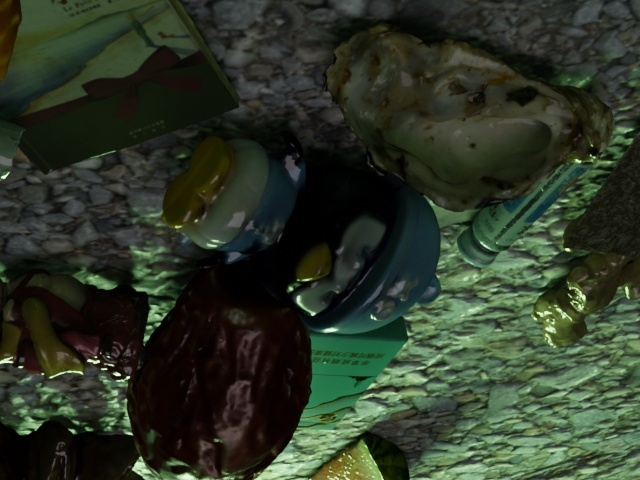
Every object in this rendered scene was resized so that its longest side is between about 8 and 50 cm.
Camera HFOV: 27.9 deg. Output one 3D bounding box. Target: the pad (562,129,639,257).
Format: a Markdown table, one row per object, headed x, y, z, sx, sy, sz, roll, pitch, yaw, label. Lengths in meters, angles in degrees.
| x | y | z | sx | sy | sz | roll | pitch | yaw | label |
| --- | --- | --- | --- | --- | --- | --- | --- | --- | --- |
| 0.369 | -0.068 | 1.338 | 0.158 | 0.003 | 0.235 | 7 | 131 | -26 | pad |

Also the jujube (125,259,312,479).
| x | y | z | sx | sy | sz | roll | pitch | yaw | label |
| --- | --- | --- | --- | --- | --- | --- | --- | --- | --- |
| -0.109 | 0.153 | 1.397 | 0.197 | 0.197 | 0.290 | 3 | 128 | -22 | jujube |

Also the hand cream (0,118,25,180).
| x | y | z | sx | sy | sz | roll | pitch | yaw | label |
| --- | --- | --- | --- | --- | --- | --- | --- | --- | --- |
| -0.348 | -0.104 | 1.054 | 0.205 | 0.050 | 0.078 | 18 | 140 | -17 | hand cream |

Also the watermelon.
| x | y | z | sx | sy | sz | roll | pitch | yaw | label |
| --- | --- | --- | --- | --- | --- | --- | --- | --- | --- |
| 0.063 | 0.387 | 1.902 | 0.128 | 0.159 | 0.303 | -35 | 169 | -44 | watermelon |

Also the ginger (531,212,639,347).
| x | y | z | sx | sy | sz | roll | pitch | yaw | label |
| --- | --- | --- | --- | --- | --- | --- | --- | --- | --- |
| 0.329 | 0.049 | 1.493 | 0.149 | 0.065 | 0.258 | -8 | 144 | -9 | ginger |

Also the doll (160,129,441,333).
| x | y | z | sx | sy | sz | roll | pitch | yaw | label |
| --- | --- | --- | --- | --- | --- | --- | --- | --- | --- |
| 0.000 | 0.000 | 1.244 | 0.314 | 0.141 | 0.177 | 23 | 116 | -34 | doll |

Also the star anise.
| x | y | z | sx | sy | sz | roll | pitch | yaw | label |
| --- | --- | --- | --- | --- | --- | --- | --- | --- | --- |
| -0.354 | 0.312 | 1.630 | 0.315 | 0.108 | 0.315 | -11 | 147 | -7 | star anise |

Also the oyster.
| x | y | z | sx | sy | sz | roll | pitch | yaw | label |
| --- | --- | --- | --- | --- | --- | --- | --- | --- | --- |
| 0.124 | -0.122 | 1.168 | 0.294 | 0.094 | 0.166 | 29 | 111 | -32 | oyster |

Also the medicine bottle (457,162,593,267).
| x | y | z | sx | sy | sz | roll | pitch | yaw | label |
| --- | --- | --- | --- | --- | --- | --- | --- | --- | --- |
| 0.209 | -0.043 | 1.327 | 0.051 | 0.051 | 0.191 | 9 | 142 | -28 | medicine bottle |

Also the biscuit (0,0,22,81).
| x | y | z | sx | sy | sz | roll | pitch | yaw | label |
| --- | --- | --- | --- | --- | --- | --- | --- | --- | --- |
| -0.313 | -0.223 | 0.761 | 0.318 | 0.110 | 0.312 | 16 | 125 | -15 | biscuit |

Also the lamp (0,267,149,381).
| x | y | z | sx | sy | sz | roll | pitch | yaw | label |
| --- | --- | --- | --- | --- | --- | --- | --- | --- | --- |
| -0.300 | 0.083 | 1.307 | 0.253 | 0.118 | 0.118 | 8 | 142 | -22 | lamp |

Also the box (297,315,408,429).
| x | y | z | sx | sy | sz | roll | pitch | yaw | label |
| --- | --- | --- | --- | --- | --- | --- | --- | --- | --- |
| -0.016 | 0.160 | 1.565 | 0.162 | 0.041 | 0.229 | 6 | 142 | -24 | box |

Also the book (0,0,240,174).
| x | y | z | sx | sy | sz | roll | pitch | yaw | label |
| --- | --- | --- | --- | --- | --- | --- | --- | --- | --- |
| -0.205 | -0.162 | 1.040 | 0.201 | 0.026 | 0.289 | -17 | 147 | 13 | book |
